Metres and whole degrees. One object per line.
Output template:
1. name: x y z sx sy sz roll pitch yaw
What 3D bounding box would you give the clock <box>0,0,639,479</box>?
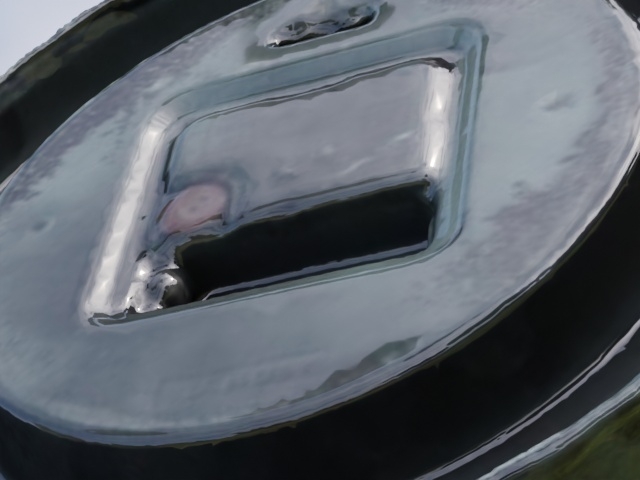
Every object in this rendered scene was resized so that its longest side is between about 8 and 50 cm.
1. clock: -0.001 -0.001 0.542 0.313 0.061 0.312 -17 35 13
